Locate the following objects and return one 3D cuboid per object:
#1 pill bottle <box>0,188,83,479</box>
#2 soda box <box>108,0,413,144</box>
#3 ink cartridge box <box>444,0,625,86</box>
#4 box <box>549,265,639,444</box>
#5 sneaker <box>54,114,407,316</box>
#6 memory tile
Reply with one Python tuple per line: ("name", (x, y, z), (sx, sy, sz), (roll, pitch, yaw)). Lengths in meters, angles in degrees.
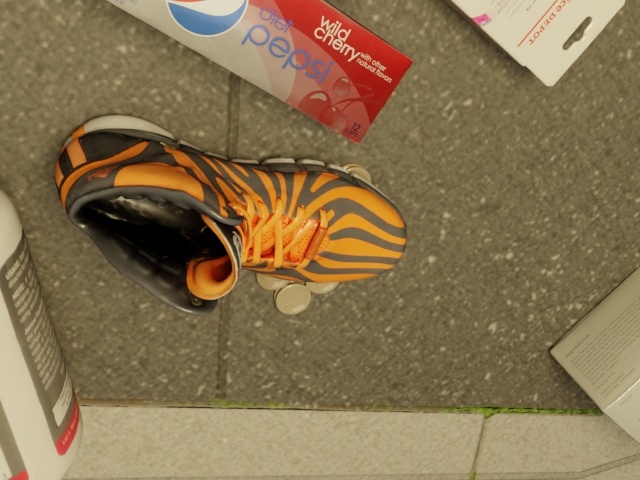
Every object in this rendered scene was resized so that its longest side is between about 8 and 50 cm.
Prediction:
("pill bottle", (-0.304, 0.056, 0.650), (0.176, 0.176, 0.318), (-13, 123, -12))
("soda box", (-0.061, -0.178, 0.650), (0.263, 0.092, 0.083), (25, 106, -30))
("ink cartridge box", (0.163, -0.226, 0.720), (0.181, 0.061, 0.104), (32, 105, -31))
("box", (0.404, 0.141, 0.987), (0.182, 0.119, 0.181), (-46, 123, 9))
("sneaker", (-0.057, 0.002, 0.693), (0.321, 0.180, 0.124), (11, 112, -21))
("memory tile", (0.000, 0.000, 0.825), (0.148, 0.012, 0.113), (-33, 124, 2))
